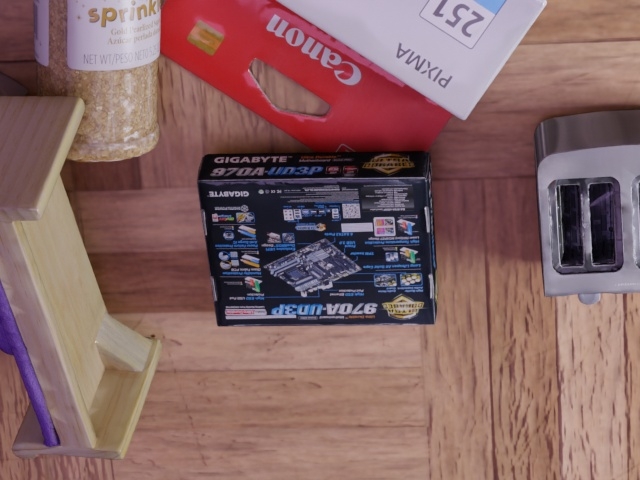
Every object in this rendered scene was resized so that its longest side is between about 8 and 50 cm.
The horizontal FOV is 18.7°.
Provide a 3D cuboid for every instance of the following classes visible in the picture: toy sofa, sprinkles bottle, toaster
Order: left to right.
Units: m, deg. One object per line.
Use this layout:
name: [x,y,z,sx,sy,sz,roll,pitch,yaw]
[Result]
toy sofa: [-0.280,0.039,1.800,0.177,0.150,0.362,2,137,13]
sprinkles bottle: [-0.202,-0.254,1.759,0.121,0.121,0.355,5,113,4]
toaster: [0.285,-0.038,1.798,0.168,0.110,0.185,-3,112,7]

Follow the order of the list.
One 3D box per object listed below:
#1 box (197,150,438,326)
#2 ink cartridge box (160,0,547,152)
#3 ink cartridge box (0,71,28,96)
box: [0.000,0.000,1.858,0.220,0.051,0.175,-1,125,7]
ink cartridge box: [0.015,-0.202,1.786,0.296,0.066,0.261,32,111,-7]
ink cartridge box: [-0.373,-0.093,1.876,0.104,0.060,0.180,31,112,-7]
